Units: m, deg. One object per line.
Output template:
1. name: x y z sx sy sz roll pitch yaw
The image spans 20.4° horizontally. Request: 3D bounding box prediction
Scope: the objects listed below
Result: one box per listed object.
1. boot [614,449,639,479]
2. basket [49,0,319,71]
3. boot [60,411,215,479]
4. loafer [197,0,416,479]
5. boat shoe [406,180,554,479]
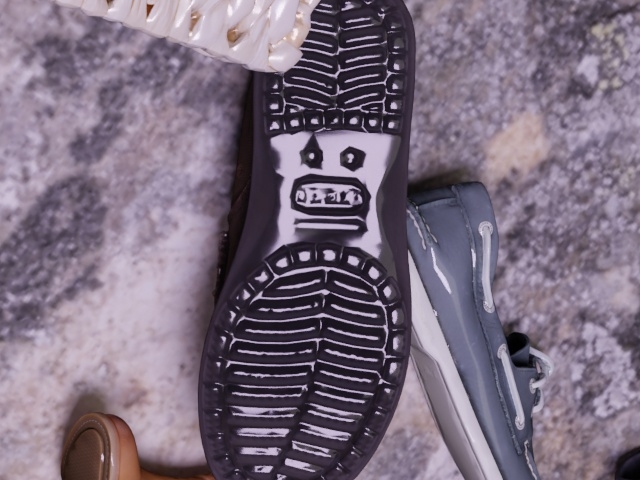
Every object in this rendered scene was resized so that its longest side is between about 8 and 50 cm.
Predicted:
1. boot: 0.262 0.279 1.431 0.338 0.118 0.223 -26 113 -26
2. basket: -0.135 -0.296 0.925 0.266 0.331 0.328 18 101 -40
3. boot: -0.100 0.181 1.248 0.152 0.073 0.197 -15 132 -24
4. loafer: 0.000 0.000 1.192 0.133 0.130 0.366 10 100 -4
5. boat shoe: 0.129 0.102 1.300 0.099 0.116 0.319 -28 111 -8
